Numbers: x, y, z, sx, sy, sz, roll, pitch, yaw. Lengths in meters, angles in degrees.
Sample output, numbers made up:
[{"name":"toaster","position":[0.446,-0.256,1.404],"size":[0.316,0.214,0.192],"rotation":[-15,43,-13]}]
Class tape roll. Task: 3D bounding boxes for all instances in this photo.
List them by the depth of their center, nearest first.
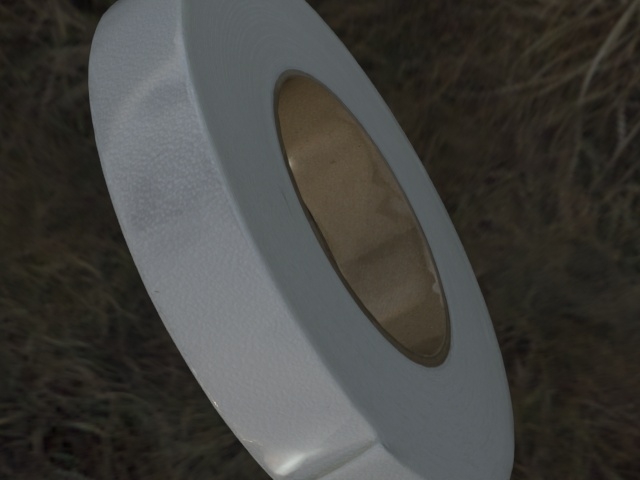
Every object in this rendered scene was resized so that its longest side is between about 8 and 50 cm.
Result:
[{"name":"tape roll","position":[0.000,0.000,0.964],"size":[0.072,0.392,0.392],"rotation":[-28,84,18]}]
